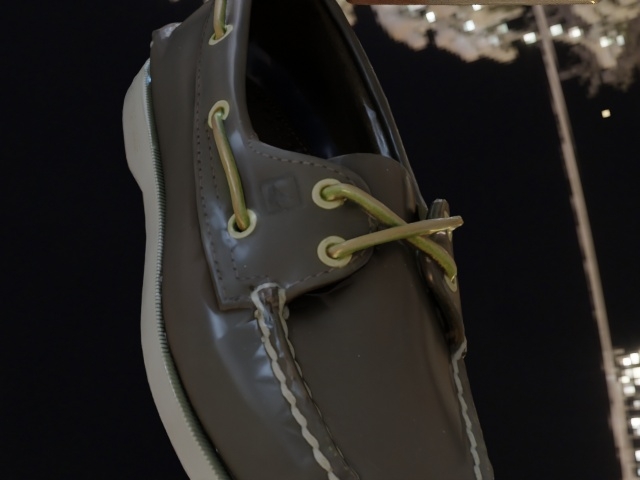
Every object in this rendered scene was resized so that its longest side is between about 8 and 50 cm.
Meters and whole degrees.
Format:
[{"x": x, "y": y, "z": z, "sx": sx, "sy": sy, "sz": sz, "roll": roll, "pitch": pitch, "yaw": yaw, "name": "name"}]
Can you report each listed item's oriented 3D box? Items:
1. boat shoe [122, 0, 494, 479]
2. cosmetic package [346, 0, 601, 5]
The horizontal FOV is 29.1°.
[{"x": -0.004, "y": -0.001, "z": 0.452, "sx": 0.109, "sy": 0.091, "sz": 0.305, "roll": 19, "pitch": -147, "yaw": -33, "name": "boat shoe"}, {"x": 0.050, "y": -0.256, "z": 0.491, "sx": 0.296, "sy": 0.129, "sz": 0.153, "roll": 70, "pitch": -145, "yaw": -42, "name": "cosmetic package"}]
